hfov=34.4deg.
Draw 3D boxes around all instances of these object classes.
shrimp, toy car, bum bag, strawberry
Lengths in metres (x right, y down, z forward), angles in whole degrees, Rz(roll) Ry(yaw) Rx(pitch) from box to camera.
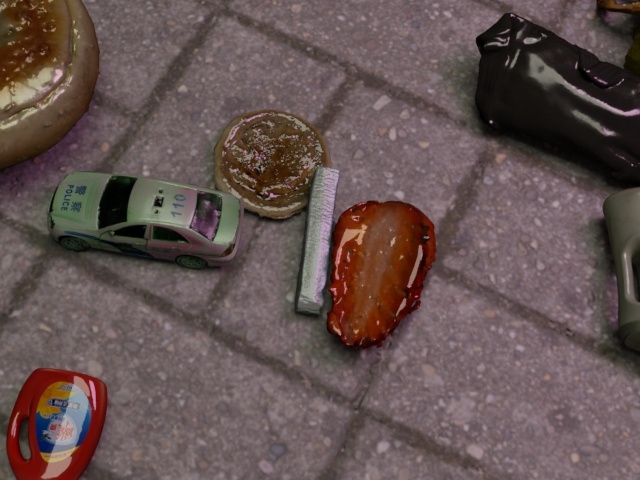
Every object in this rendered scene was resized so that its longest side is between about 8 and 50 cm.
[{"bbox_3d":[0.446,-0.341,1.422,0.124,0.034,0.178,-2,33,25],"label":"shrimp"},{"bbox_3d":[-0.202,-0.031,1.187,0.224,0.076,0.090,9,65,-2],"label":"toy car"},{"bbox_3d":[0.331,-0.162,1.297,0.326,0.080,0.142,28,100,6],"label":"bum bag"},{"bbox_3d":[0.064,0.042,1.187,0.121,0.082,0.188,13,72,22],"label":"strawberry"}]

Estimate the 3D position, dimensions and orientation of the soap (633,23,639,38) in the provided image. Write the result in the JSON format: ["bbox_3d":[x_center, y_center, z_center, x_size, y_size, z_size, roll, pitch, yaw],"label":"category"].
[{"bbox_3d":[0.461,-0.299,1.423,0.034,0.012,0.089,38,66,13],"label":"soap"}]

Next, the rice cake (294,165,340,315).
[{"bbox_3d":[0.000,0.000,1.208,0.042,0.030,0.180,11,70,-11],"label":"rice cake"}]

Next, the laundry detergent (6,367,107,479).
[{"bbox_3d":[-0.283,0.218,1.073,0.098,0.049,0.165,9,65,6],"label":"laundry detergent"}]

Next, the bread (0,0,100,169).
[{"bbox_3d":[-0.411,-0.202,1.202,0.306,0.158,0.305,3,67,-7],"label":"bread"}]

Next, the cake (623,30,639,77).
[{"bbox_3d":[0.533,-0.269,1.323,0.261,0.179,0.156,-33,73,-18],"label":"cake"}]

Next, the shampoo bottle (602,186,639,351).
[{"bbox_3d":[0.399,0.057,1.202,0.118,0.087,0.234,4,64,-7],"label":"shampoo bottle"}]

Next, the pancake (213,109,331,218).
[{"bbox_3d":[-0.057,-0.094,1.259,0.152,0.025,0.151,4,67,-11],"label":"pancake"}]
